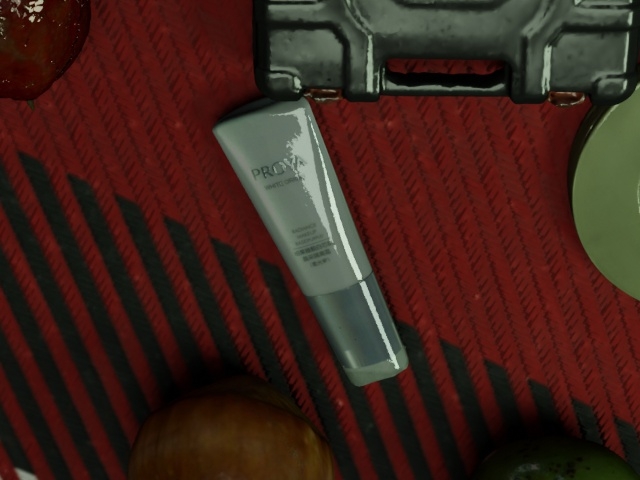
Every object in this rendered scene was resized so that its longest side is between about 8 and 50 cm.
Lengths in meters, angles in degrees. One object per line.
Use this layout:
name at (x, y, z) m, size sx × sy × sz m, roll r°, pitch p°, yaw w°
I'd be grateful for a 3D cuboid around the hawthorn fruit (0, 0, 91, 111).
hawthorn fruit at (-0.229, -0.167, 1.370) m, size 0.148 × 0.148 × 0.172 m, roll -13°, pitch 130°, yaw 8°

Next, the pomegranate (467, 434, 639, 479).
pomegranate at (0.200, 0.267, 1.590) m, size 0.181 × 0.181 × 0.224 m, roll -11°, pitch 138°, yaw 7°

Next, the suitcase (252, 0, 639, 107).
suitcase at (0.093, -0.198, 1.386) m, size 0.285 × 0.066 × 0.206 m, roll 0°, pitch 118°, yaw 1°

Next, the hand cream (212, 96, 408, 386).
hand cream at (0.000, 0.000, 1.506) m, size 0.079 × 0.048 × 0.255 m, roll -20°, pitch 116°, yaw 13°

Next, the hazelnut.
hazelnut at (-0.066, 0.199, 1.554) m, size 0.182 × 0.182 × 0.182 m, roll 0°, pitch 119°, yaw 1°

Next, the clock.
clock at (0.310, -0.047, 1.490) m, size 0.235 × 0.029 × 0.235 m, roll 0°, pitch 120°, yaw -1°
